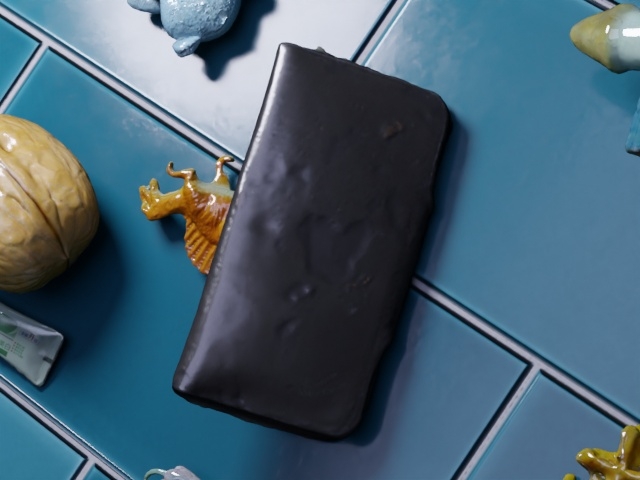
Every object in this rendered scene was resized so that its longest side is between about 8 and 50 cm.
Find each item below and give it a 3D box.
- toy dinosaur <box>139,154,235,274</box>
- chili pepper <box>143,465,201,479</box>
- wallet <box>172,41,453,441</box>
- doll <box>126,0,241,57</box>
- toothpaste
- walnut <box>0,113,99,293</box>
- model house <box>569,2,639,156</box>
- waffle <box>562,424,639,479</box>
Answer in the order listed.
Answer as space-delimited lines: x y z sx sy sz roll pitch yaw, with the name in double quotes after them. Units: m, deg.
-0.090 -0.010 1.613 0.142 0.057 0.212 -36 68 9 "toy dinosaur"
-0.115 0.270 1.562 0.153 0.041 0.050 41 134 23 "chili pepper"
0.000 0.000 1.548 0.197 0.051 0.377 18 82 -7 "wallet"
-0.158 -0.280 1.692 0.180 0.075 0.120 41 89 22 "doll"
-0.368 0.077 1.699 0.218 0.041 0.064 30 100 20 "toothpaste"
-0.325 -0.043 1.650 0.165 0.165 0.197 -41 71 6 "walnut"
0.386 -0.157 1.441 0.325 0.194 0.267 14 84 35 "model house"
0.347 0.289 1.384 0.260 0.069 0.293 -23 72 14 "waffle"
